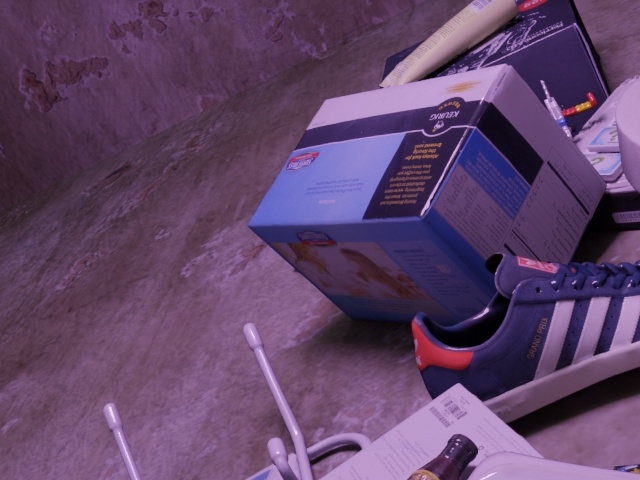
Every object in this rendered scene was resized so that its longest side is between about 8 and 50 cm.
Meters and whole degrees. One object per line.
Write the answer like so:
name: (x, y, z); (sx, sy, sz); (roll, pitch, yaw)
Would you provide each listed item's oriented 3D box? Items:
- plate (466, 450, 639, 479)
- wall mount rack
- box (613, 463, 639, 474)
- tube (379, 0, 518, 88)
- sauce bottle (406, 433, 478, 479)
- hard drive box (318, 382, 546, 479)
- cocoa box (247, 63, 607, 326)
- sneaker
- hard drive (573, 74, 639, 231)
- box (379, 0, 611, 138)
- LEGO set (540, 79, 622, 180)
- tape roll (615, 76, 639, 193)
plate: (0.147, 0.240, 0.678); (0.277, 0.045, 0.278); (-4, 32, 49)
wall mount rack: (-0.127, 0.249, 1.151); (0.350, 0.130, 0.304); (-29, 20, 1)
box: (0.266, 0.229, 0.806); (0.094, 0.027, 0.137); (-14, 25, 35)
tube: (0.200, -0.309, 1.619); (0.240, 0.062, 0.070); (-36, -22, -1)
sauce bottle: (0.083, 0.209, 0.830); (0.042, 0.042, 0.128); (-6, 33, 49)
hard drive box: (0.084, 0.253, 0.910); (0.232, 0.089, 0.181); (-32, 21, -7)
cocoa box: (0.125, -0.042, 1.282); (0.347, 0.231, 0.228); (-1, 53, 53)
sneaker: (0.252, 0.059, 1.024); (0.350, 0.148, 0.131); (-28, 7, 6)
hard drive: (0.444, -0.132, 1.363); (0.237, 0.064, 0.339); (-4, 32, 50)
box: (0.286, -0.255, 1.700); (0.343, 0.179, 0.312); (-24, 22, 18)
LEGO set: (0.326, -0.149, 1.376); (0.244, 0.060, 0.182); (5, 39, 49)
tape roll: (0.520, -0.135, 1.117); (0.392, 0.072, 0.392); (-13, 26, 7)
